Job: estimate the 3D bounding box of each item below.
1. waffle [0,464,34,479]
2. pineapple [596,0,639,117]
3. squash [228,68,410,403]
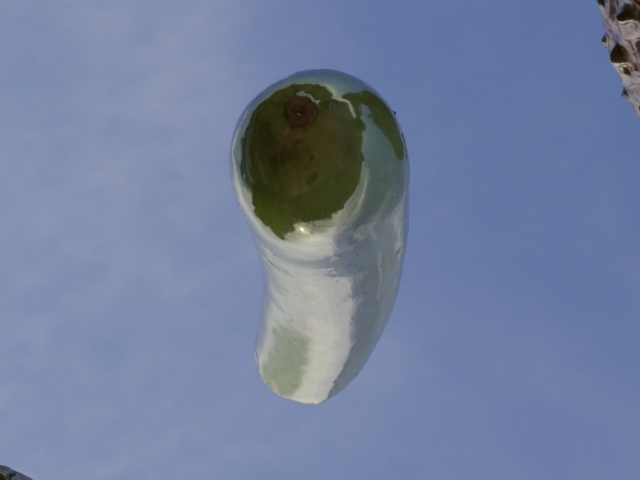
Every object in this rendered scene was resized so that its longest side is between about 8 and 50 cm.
[{"bbox_3d":[-0.189,0.132,0.902,0.238,0.243,0.058,22,-85,42],"label":"waffle"},{"bbox_3d":[0.213,-0.206,0.968,0.202,0.362,0.202,-12,-127,16],"label":"pineapple"},{"bbox_3d":[0.000,0.000,0.916,0.083,0.250,0.083,0,-118,0],"label":"squash"}]
